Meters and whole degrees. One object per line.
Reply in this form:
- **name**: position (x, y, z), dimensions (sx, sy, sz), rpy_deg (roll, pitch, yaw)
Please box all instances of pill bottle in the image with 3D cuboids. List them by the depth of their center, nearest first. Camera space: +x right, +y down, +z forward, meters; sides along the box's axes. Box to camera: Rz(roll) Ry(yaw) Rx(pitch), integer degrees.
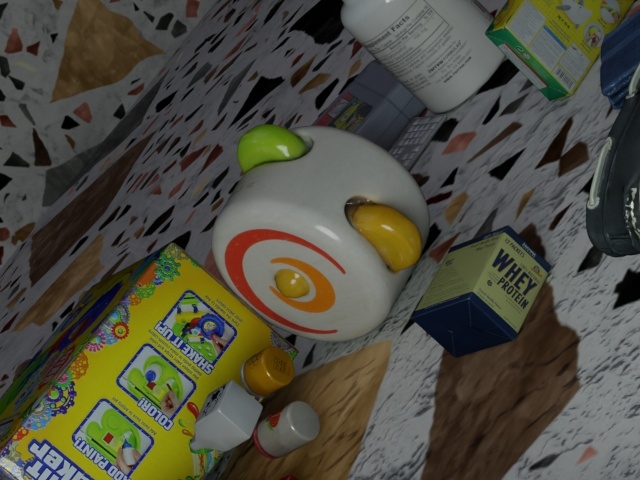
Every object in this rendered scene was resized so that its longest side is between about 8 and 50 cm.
- **pill bottle**: position (0.098, -0.267, 1.839), dimensions (0.131, 0.229, 0.131), rpy_deg (-42, 17, 16)

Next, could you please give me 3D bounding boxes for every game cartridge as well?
- **game cartridge**: position (0.020, -0.110, 1.992), dimensions (0.294, 0.060, 0.196), rpy_deg (-48, 21, 0)

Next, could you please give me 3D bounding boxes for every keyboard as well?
- **keyboard**: position (0.057, -0.047, 1.821), dimensions (0.256, 0.014, 0.072), rpy_deg (-54, 18, -20)

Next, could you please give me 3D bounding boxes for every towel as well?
- **towel**: position (0.293, -0.173, 1.497), dimensions (0.067, 0.029, 0.119), rpy_deg (-38, 18, 29)

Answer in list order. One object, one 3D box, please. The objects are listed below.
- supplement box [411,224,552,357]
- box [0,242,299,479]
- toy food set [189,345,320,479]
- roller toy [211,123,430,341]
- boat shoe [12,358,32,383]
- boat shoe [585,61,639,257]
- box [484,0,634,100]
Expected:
- **supplement box**: position (0.136, 0.044, 1.349), dimensions (0.083, 0.056, 0.083), rpy_deg (-23, 29, 54)
- **box**: position (-0.214, 0.181, 1.643), dimensions (0.279, 0.177, 0.290), rpy_deg (-53, 13, -23)
- **toy food set**: position (-0.085, 0.208, 1.426), dimensions (0.104, 0.111, 0.232), rpy_deg (-34, 22, 38)
- **roller toy**: position (0.000, 0.000, 1.556), dimensions (0.191, 0.209, 0.146), rpy_deg (97, -161, -51)
- **boat shoe**: position (-0.320, 0.274, 1.893), dimensions (0.324, 0.123, 0.116), rpy_deg (-94, 14, -56)
- **boat shoe**: position (0.287, -0.115, 1.238), dimensions (0.091, 0.114, 0.303), rpy_deg (-14, 36, 52)
- **box**: position (0.253, -0.242, 1.620), dimensions (0.179, 0.105, 0.043), rpy_deg (-53, 18, -20)
